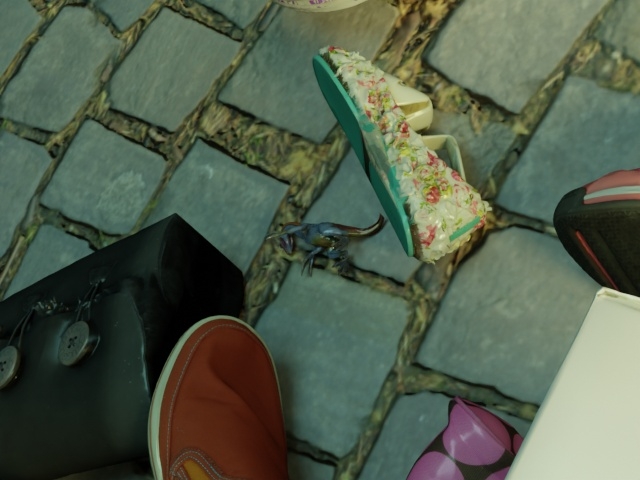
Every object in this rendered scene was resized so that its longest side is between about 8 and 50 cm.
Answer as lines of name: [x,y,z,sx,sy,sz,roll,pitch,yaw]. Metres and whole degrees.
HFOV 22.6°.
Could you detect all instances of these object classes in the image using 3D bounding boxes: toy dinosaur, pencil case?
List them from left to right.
toy dinosaur: [0.000,0.000,1.334,0.090,0.047,0.082,-25,32,-16]
pencil case: [0.068,0.210,1.097,0.209,0.095,0.098,-53,14,4]

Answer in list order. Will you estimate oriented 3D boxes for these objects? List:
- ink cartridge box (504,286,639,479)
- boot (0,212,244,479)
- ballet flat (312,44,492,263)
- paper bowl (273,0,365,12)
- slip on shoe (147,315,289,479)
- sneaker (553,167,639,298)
ink cartridge box: [0.177,0.194,0.799,0.129,0.307,0.223,20,73,29]
boot: [-0.276,0.203,1.375,0.445,0.146,0.367,-17,57,27]
ballet flat: [0.067,-0.076,1.292,0.077,0.091,0.241,-20,52,-7]
paper bowl: [0.033,-0.331,1.409,0.284,0.148,0.284,-20,54,31]
slip on shoe: [-0.061,0.192,1.175,0.101,0.123,0.331,-42,35,39]
sneaker: [0.304,-0.029,1.048,0.313,0.116,0.136,-7,37,42]
